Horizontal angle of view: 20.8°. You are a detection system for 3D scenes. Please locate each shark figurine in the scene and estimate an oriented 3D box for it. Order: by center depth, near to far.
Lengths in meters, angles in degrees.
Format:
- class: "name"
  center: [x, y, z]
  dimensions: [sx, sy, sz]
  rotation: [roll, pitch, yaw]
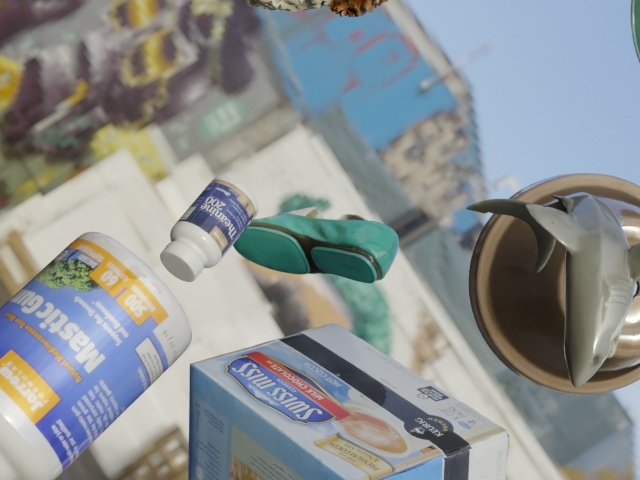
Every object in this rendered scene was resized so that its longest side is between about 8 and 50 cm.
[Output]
- class: "shark figurine"
  center: [0.226, -0.009, 1.623]
  dimensions: [0.116, 0.166, 0.278]
  rotation: [24, 22, -20]

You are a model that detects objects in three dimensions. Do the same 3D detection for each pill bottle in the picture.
- class: "pill bottle"
  center: [-0.262, 0.132, 1.615]
  dimensions: [0.152, 0.272, 0.152]
  rotation: [37, -23, 19]
- class: "pill bottle"
  center: [-0.129, -0.011, 1.988]
  dimensions: [0.067, 0.120, 0.067]
  rotation: [27, -31, 18]

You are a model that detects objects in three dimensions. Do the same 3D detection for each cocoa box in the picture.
- class: "cocoa box"
  center: [0.022, 0.283, 2.070]
  dimensions: [0.347, 0.228, 0.231]
  rotation: [31, -54, 47]

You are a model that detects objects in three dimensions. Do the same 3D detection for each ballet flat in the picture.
- class: "ballet flat"
  center: [0.000, 0.000, 2.225]
  dimensions: [0.247, 0.087, 0.083]
  rotation: [10, -46, 38]

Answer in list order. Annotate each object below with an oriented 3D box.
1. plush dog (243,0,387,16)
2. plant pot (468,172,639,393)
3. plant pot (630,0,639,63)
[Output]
- class: "plush dog"
  center: [-0.021, -0.283, 1.307]
  dimensions: [0.210, 0.262, 0.225]
  rotation: [-90, -166, -71]
- class: "plant pot"
  center: [0.315, 0.051, 1.941]
  dimensions: [0.263, 0.263, 0.229]
  rotation: [58, -5, -4]
- class: "plant pot"
  center: [0.574, -0.297, 2.242]
  dimensions: [0.293, 0.196, 0.293]
  rotation: [7, -81, 51]
